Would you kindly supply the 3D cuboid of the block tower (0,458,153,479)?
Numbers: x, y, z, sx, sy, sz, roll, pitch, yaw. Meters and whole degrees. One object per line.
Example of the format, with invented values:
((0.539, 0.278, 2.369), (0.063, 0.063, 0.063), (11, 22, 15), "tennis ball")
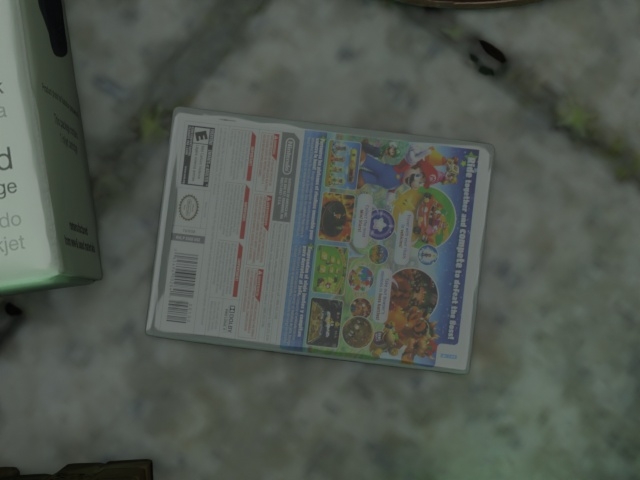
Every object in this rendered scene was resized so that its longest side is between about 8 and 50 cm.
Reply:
((-0.210, 0.131, 0.505), (0.335, 0.097, 0.091), (-2, 87, -2), "block tower")

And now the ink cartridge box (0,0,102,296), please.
((-0.181, -0.090, 0.511), (0.171, 0.100, 0.237), (-9, 87, -1), "ink cartridge box")

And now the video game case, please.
((0.000, 0.000, 0.550), (0.122, 0.011, 0.087), (7, 86, 1), "video game case")

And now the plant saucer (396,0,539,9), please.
((0.057, -0.172, 0.502), (0.198, 0.036, 0.199), (-1, 131, -1), "plant saucer")
